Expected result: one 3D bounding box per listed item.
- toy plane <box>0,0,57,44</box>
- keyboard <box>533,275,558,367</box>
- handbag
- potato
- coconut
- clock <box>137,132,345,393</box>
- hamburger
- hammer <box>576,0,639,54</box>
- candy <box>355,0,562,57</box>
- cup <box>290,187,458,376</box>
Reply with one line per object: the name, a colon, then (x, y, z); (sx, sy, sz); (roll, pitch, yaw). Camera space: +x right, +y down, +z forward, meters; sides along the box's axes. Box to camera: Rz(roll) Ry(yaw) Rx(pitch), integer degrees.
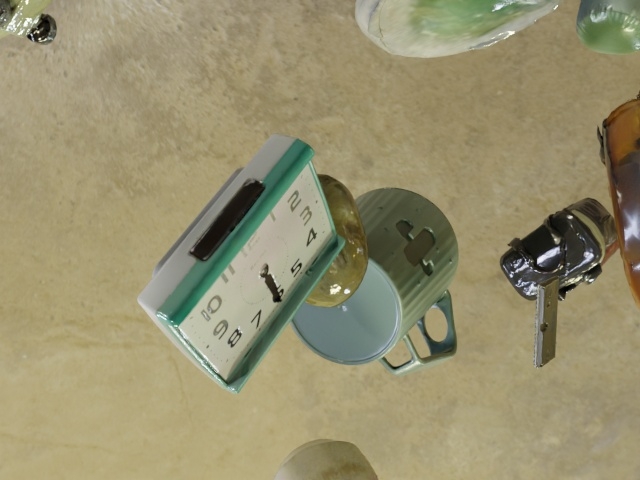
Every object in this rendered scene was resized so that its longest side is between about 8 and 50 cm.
toy plane: (-0.382, -0.247, 0.767); (0.108, 0.092, 0.286); (46, 105, 12)
keyboard: (0.323, 0.117, 0.964); (0.049, 0.015, 0.129); (-20, 113, -42)
handbag: (0.559, 0.031, 1.566); (0.181, 0.181, 0.254); (-23, 164, -43)
potato: (0.000, 0.000, 1.139); (0.160, 0.177, 0.235); (-34, 132, -45)
coconut: (0.024, 0.512, 1.302); (0.241, 0.241, 0.241); (-7, 114, -17)
clock: (-0.098, 0.026, 0.834); (0.262, 0.116, 0.231); (-55, 152, -20)
hamburger: (0.323, -0.034, 0.569); (0.138, 0.243, 0.262); (-12, 106, 27)
hammer: (0.561, -0.353, 1.059); (0.335, 0.119, 0.207); (20, 83, -19)
candy: (0.255, -0.493, 1.236); (0.427, 0.186, 0.386); (-29, 154, 35)
cup: (0.153, 0.096, 1.486); (0.400, 0.392, 0.310); (30, 118, 12)
